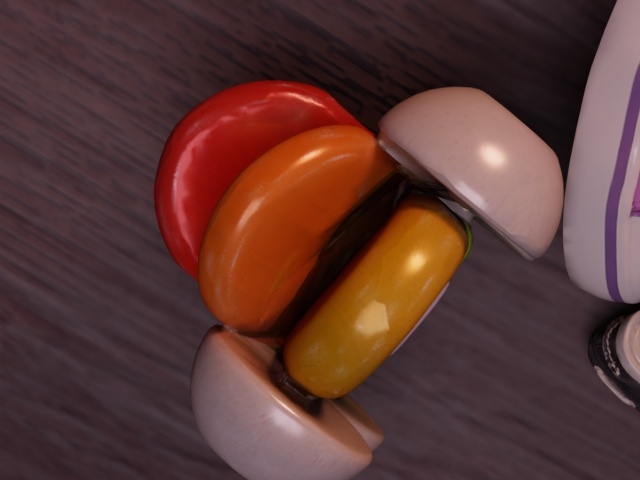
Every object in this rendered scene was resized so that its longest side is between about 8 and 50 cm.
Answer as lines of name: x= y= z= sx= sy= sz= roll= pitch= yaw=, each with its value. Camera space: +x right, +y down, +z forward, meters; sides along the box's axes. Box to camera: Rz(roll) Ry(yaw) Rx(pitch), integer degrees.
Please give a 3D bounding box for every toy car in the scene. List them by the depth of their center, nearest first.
toy car: x=0.000 y=0.000 z=0.651 sx=0.136 sy=0.182 sz=0.159 roll=39 pitch=93 yaw=5

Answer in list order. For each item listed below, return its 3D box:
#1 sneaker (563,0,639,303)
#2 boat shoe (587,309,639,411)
sneaker: x=0.197 y=-0.077 z=0.608 sx=0.161 sy=0.102 sz=0.282 roll=29 pitch=114 yaw=20
boat shoe: x=0.170 y=0.073 z=0.736 sx=0.125 sy=0.038 sz=0.046 roll=31 pitch=69 yaw=-15
